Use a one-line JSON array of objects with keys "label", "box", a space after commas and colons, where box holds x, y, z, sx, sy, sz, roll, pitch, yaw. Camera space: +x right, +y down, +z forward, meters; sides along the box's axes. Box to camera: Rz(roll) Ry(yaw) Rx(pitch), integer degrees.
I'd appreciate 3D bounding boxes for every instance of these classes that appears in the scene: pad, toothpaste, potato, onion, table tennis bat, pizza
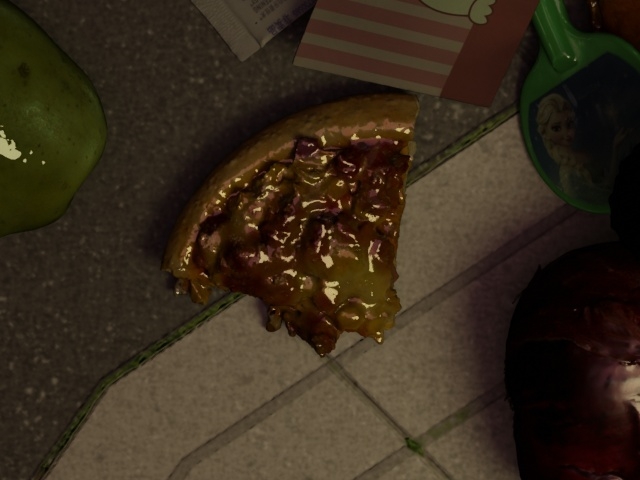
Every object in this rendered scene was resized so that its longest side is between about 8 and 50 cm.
[{"label": "pad", "box": [0.114, -0.253, 1.537, 0.202, 0.005, 0.300, 10, 127, -19]}, {"label": "toothpaste", "box": [-0.008, -0.276, 1.561, 0.282, 0.068, 0.099, -34, 70, 29]}, {"label": "potato", "box": [-0.340, -0.124, 1.543, 0.304, 0.216, 0.216, 35, 96, -3]}, {"label": "onion", "box": [0.268, 0.140, 1.584, 0.281, 0.221, 0.281, -2, 87, 34]}, {"label": "table tennis bat", "box": [0.231, -0.146, 1.601, 0.160, 0.039, 0.257, -29, 80, 44]}, {"label": "pizza", "box": [0.000, 0.000, 1.628, 0.289, 0.081, 0.229, -31, 98, 2]}]

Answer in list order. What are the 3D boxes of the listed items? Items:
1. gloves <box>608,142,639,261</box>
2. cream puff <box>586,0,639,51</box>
[{"label": "gloves", "box": [0.411, -0.058, 1.537, 0.356, 0.155, 0.203, -2, 129, -27]}, {"label": "cream puff", "box": [0.349, -0.217, 1.568, 0.169, 0.183, 0.183, -28, 98, -18]}]
